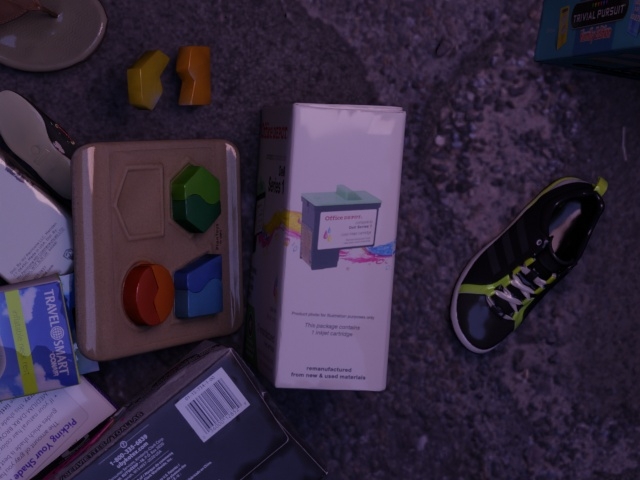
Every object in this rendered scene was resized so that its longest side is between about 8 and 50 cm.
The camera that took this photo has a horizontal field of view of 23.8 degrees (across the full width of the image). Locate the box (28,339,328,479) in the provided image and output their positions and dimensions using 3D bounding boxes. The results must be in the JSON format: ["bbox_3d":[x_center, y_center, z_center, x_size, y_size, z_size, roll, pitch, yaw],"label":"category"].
[{"bbox_3d":[-0.148,0.232,1.456,0.247,0.142,0.163,-39,99,-12],"label":"box"}]

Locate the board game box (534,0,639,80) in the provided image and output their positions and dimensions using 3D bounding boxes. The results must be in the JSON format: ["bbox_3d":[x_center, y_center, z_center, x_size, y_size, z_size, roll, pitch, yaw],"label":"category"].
[{"bbox_3d":[0.395,-0.206,1.537,0.253,0.336,0.079,9,92,-12],"label":"board game box"}]

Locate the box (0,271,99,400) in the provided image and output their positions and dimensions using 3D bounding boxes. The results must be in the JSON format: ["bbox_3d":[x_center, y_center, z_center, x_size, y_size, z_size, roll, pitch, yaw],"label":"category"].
[{"bbox_3d":[-0.309,0.099,1.459,0.178,0.042,0.109,-12,100,-12],"label":"box"}]

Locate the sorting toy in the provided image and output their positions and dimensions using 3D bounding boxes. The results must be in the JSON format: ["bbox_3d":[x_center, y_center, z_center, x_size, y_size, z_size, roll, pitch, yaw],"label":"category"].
[{"bbox_3d":[-0.155,-0.043,1.526,0.229,0.041,0.307,-7,97,-53],"label":"sorting toy"}]

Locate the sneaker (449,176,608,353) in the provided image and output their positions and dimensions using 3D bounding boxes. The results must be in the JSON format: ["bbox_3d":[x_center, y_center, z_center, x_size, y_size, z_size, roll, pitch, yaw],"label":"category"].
[{"bbox_3d":[0.225,0.021,1.641,0.084,0.097,0.235,36,87,-11],"label":"sneaker"}]

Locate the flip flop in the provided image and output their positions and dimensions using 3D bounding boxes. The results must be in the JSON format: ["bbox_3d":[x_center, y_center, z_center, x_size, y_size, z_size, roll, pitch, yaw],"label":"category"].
[{"bbox_3d":[-0.346,-0.256,1.514,0.277,0.080,0.112,30,88,-12],"label":"flip flop"}]

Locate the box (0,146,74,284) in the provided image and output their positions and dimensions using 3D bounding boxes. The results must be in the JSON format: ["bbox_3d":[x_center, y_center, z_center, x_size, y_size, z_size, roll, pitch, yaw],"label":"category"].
[{"bbox_3d":[-0.354,-0.061,1.512,0.275,0.113,0.094,43,88,-13],"label":"box"}]

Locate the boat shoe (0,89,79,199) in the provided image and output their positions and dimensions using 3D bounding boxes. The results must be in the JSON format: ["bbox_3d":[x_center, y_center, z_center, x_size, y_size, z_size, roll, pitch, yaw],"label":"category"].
[{"bbox_3d":[-0.285,-0.101,1.560,0.049,0.042,0.133,-37,100,19],"label":"boat shoe"}]

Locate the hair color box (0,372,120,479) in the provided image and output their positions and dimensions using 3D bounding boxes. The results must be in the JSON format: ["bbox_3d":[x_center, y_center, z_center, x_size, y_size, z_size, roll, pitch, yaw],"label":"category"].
[{"bbox_3d":[-0.276,0.232,1.551,0.185,0.110,0.339,-44,99,-8],"label":"hair color box"}]

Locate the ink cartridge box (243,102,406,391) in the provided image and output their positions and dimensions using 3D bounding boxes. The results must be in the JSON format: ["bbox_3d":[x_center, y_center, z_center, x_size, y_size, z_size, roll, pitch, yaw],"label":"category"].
[{"bbox_3d":[0.000,0.000,1.541,0.117,0.201,0.278,4,93,-12],"label":"ink cartridge box"}]
